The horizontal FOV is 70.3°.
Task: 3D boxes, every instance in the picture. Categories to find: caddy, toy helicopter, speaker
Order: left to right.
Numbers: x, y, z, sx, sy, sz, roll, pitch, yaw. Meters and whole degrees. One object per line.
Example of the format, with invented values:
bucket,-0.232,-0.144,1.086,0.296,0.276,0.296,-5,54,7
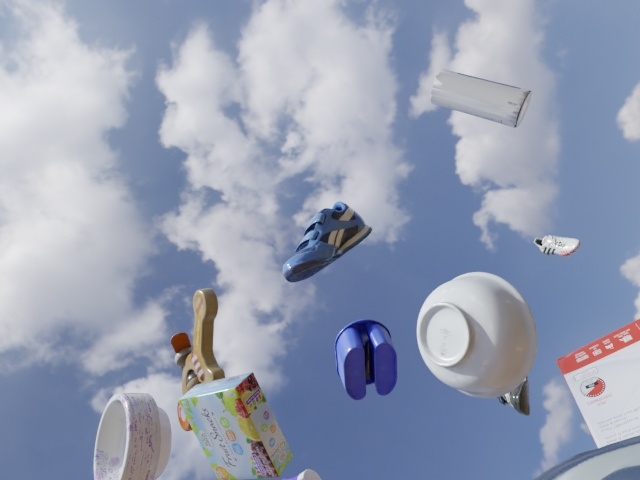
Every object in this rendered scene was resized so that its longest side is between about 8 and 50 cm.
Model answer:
toy helicopter,-0.314,0.292,1.188,0.140,0.235,0.354,-1,-78,-38
caddy,0.188,0.490,1.887,0.242,0.179,0.340,-8,-65,-7
speaker,0.235,-0.213,0.679,0.055,0.136,0.055,-43,-33,-37

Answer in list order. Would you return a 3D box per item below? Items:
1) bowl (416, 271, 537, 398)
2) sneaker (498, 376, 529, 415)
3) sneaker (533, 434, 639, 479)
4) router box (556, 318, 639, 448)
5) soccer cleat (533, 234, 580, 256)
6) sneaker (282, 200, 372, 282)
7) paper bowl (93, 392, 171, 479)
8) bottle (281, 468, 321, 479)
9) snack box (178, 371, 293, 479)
bowl,0.323,0.215,1.049,0.134,0.298,0.297,8,-92,-35
sneaker,0.712,0.576,1.721,0.331,0.147,0.122,10,-105,-66
sneaker,0.217,0.122,0.197,0.131,0.319,0.112,30,-135,-31
router box,0.571,0.226,0.668,0.082,0.336,0.301,45,-156,-16
soccer cleat,0.369,0.006,0.712,0.036,0.083,0.029,36,-97,-5
sneaker,0.000,0.000,0.523,0.059,0.053,0.144,55,-137,1
paper bowl,-0.536,0.589,1.316,0.148,0.284,0.283,15,-96,-38
bottle,-0.112,0.629,1.045,0.283,0.118,0.092,-44,-58,16
snack box,-0.180,0.396,0.959,0.070,0.175,0.206,-32,-80,-60
